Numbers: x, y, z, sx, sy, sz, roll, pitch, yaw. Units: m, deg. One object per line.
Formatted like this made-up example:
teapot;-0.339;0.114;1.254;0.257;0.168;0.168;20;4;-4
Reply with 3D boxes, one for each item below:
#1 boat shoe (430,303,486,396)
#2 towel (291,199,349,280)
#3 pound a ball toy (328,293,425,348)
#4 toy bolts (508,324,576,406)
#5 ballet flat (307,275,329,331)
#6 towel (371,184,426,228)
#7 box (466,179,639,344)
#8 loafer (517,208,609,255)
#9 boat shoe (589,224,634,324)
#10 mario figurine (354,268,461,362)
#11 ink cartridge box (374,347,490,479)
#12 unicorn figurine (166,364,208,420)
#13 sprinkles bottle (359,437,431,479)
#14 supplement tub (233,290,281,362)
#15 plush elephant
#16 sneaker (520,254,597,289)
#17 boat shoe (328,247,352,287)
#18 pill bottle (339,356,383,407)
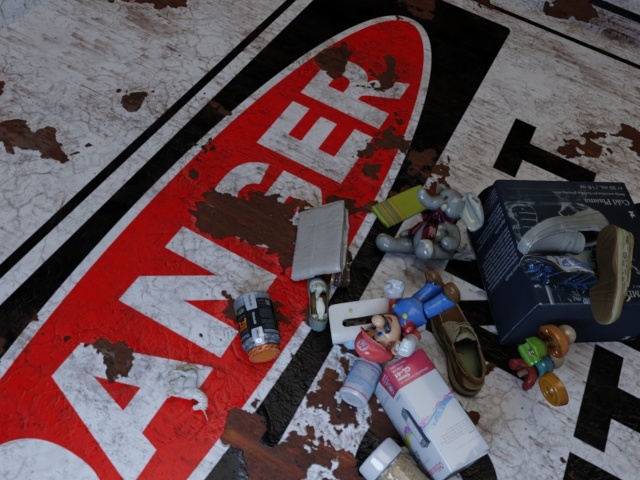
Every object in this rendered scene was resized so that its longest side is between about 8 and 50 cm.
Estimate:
boat shoe;0.433;0.304;1.768;0.123;0.120;0.324;-6;57;-14
towel;0.000;0.000;1.901;0.187;0.049;0.282;-14;50;28
pound a ball toy;0.189;0.251;1.757;0.319;0.208;0.135;-7;77;-1
toy bolts;0.687;0.369;1.703;0.159;0.228;0.218;-21;66;-11
ballet flat;-0.003;0.180;1.813;0.072;0.068;0.213;3;54;-8
towel;0.304;-0.124;2.113;0.237;0.021;0.102;-25;68;-25
box;0.797;0.069;1.897;0.480;0.297;0.471;0;57;-10
loafer;0.722;-0.010;1.690;0.320;0.112;0.111;-16;51;-19
boat shoe;0.829;0.099;1.620;0.089;0.104;0.285;15;80;-15
mario figurine;0.221;0.199;1.568;0.320;0.198;0.170;-38;92;-11
ink cartridge box;0.287;0.477;1.555;0.131;0.226;0.306;-22;62;-17
unicorn figurine;-0.365;0.409;1.594;0.111;0.060;0.161;0;55;-9
sprinkles bottle;0.264;0.675;1.479;0.355;0.121;0.121;42;59;19
supplement tub;-0.183;0.254;1.700;0.117;0.117;0.190;-8;56;-15
plush elephant;0.393;-0.068;1.926;0.330;0.272;0.255;5;94;-25
sneaker;0.674;0.081;1.652;0.211;0.080;0.081;15;36;2
boat shoe;0.070;0.063;1.910;0.073;0.073;0.206;8;61;-6
pill bottle;0.125;0.394;1.673;0.087;0.087;0.160;27;55;10
